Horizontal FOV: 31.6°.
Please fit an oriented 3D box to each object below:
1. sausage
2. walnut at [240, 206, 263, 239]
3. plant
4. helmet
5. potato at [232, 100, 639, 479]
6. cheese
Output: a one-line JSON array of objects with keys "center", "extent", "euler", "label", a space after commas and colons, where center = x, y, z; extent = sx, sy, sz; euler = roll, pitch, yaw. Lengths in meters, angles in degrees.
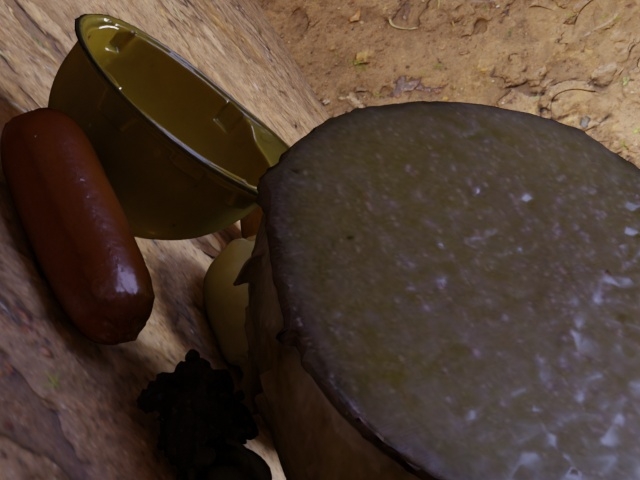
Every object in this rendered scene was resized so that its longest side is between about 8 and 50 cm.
[{"center": [-0.180, -0.010, 0.835], "extent": [0.198, 0.076, 0.076], "euler": [61, 11, 21], "label": "sausage"}, {"center": [0.000, 0.000, 1.386], "extent": [0.226, 0.193, 0.193], "euler": [64, 8, -9], "label": "walnut"}, {"center": [-0.075, 0.153, 0.798], "extent": [0.085, 0.087, 0.174], "euler": [2, 49, -33], "label": "plant"}, {"center": [-0.145, -0.070, 0.993], "extent": [0.257, 0.140, 0.205], "euler": [36, 19, -28], "label": "helmet"}, {"center": [0.122, 0.142, 0.893], "extent": [0.442, 0.385, 0.320], "euler": [58, -32, 38], "label": "potato"}, {"center": [-0.021, 0.086, 1.138], "extent": [0.214, 0.117, 0.226], "euler": [38, 19, -14], "label": "cheese"}]
